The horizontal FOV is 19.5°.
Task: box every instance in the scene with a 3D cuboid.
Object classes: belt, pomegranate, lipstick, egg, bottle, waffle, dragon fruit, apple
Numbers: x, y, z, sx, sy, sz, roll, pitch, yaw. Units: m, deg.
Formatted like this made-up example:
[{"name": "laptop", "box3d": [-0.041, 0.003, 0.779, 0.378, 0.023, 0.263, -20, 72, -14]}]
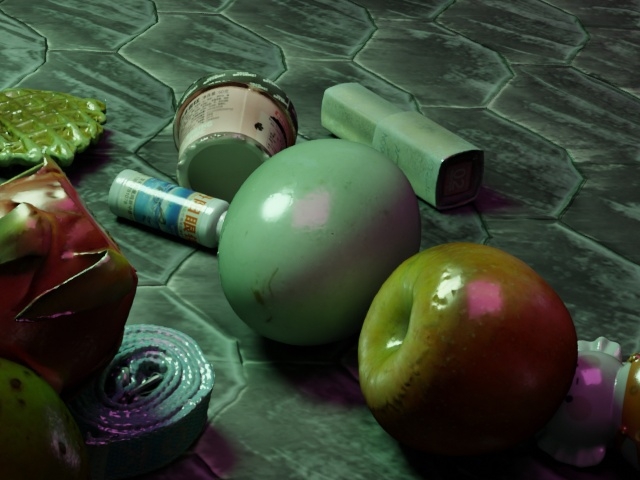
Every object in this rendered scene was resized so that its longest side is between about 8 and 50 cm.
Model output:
[{"name": "belt", "box3d": [-0.179, 0.153, 1.754, 0.163, 0.082, 0.147, -11, 41, -31]}, {"name": "pomegranate", "box3d": [-0.284, 0.208, 1.464, 0.231, 0.231, 0.286, -2, 27, -15]}, {"name": "lipstick", "box3d": [0.097, -0.125, 2.354, 0.077, 0.079, 0.253, -16, 33, -34]}, {"name": "egg", "box3d": [0.000, 0.000, 1.954, 0.203, 0.203, 0.283, 17, 31, 20]}, {"name": "bottle", "box3d": [-0.139, -0.026, 2.134, 0.217, 0.060, 0.060, 18, 30, 21]}, {"name": "waffle", "box3d": [-0.372, -0.142, 2.313, 0.214, 0.054, 0.208, 4, 30, 9]}, {"name": "dragon fruit", "box3d": [-0.276, 0.049, 1.651, 0.227, 0.224, 0.224, -44, 44, -9]}, {"name": "apple", "box3d": [0.142, 0.106, 1.779, 0.173, 0.210, 0.235, 19, 11, -20]}]

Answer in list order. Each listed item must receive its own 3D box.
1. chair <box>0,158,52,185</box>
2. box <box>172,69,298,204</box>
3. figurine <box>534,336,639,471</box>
[{"name": "chair", "box3d": [-0.445, -0.046, 1.970, 0.159, 0.170, 0.326, 54, 30, -1]}, {"name": "box", "box3d": [-0.104, -0.106, 2.206, 0.151, 0.151, 0.135, 5, 35, -2]}, {"name": "figurine", "box3d": [0.302, 0.162, 1.808, 0.271, 0.143, 0.143, -5, 16, 38]}]
